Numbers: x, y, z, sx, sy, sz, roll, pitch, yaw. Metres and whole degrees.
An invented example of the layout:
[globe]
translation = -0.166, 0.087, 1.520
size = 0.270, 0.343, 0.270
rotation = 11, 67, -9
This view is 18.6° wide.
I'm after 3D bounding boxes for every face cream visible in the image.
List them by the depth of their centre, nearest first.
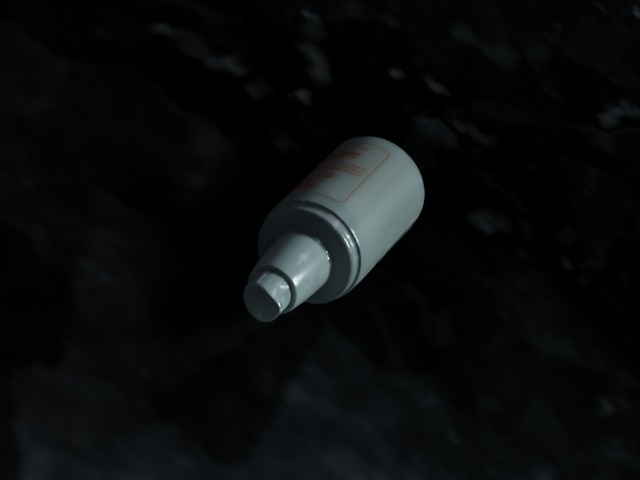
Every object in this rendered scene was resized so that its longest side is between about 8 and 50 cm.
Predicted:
[face cream]
translation = 0.000, 0.000, 1.712
size = 0.101, 0.101, 0.252
rotation = 40, 37, 4
